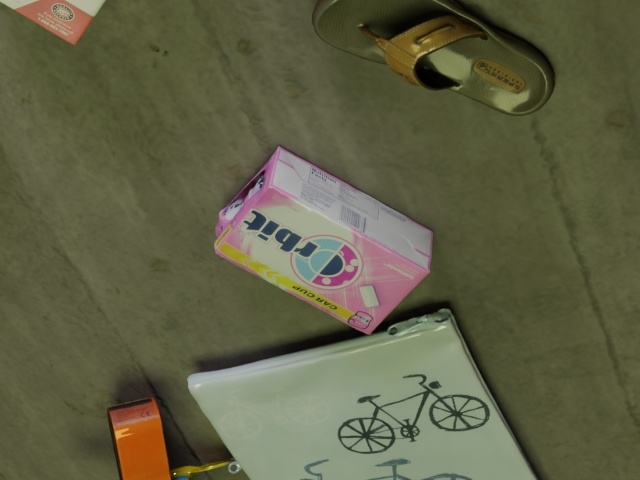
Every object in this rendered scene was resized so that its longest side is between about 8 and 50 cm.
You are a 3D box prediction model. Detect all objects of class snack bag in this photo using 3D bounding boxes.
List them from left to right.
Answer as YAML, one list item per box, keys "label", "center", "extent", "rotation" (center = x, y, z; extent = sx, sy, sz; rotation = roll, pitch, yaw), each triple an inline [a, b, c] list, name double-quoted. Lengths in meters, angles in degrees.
- label: "snack bag"
  center: [0.052, 0.224, 1.532]
  extent: [0.323, 0.037, 0.342]
  rotation: [-16, 127, 21]

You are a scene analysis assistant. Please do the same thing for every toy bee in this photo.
- label: "toy bee"
  center: [-0.208, 0.305, 1.583]
  extent: [0.195, 0.162, 0.298]
  rotation: [9, 102, -19]

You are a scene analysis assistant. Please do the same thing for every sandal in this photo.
- label: "sandal"
  center: [0.098, -0.156, 1.175]
  extent: [0.219, 0.060, 0.090]
  rotation: [26, 130, -13]

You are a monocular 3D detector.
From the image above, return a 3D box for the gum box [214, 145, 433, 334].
- label: "gum box"
  center: [0.000, 0.000, 1.326]
  extent: [0.188, 0.062, 0.107]
  rotation: [29, 129, -16]

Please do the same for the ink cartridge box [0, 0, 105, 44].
- label: "ink cartridge box"
  center: [-0.197, -0.268, 1.121]
  extent: [0.115, 0.067, 0.198]
  rotation: [31, 130, -18]
